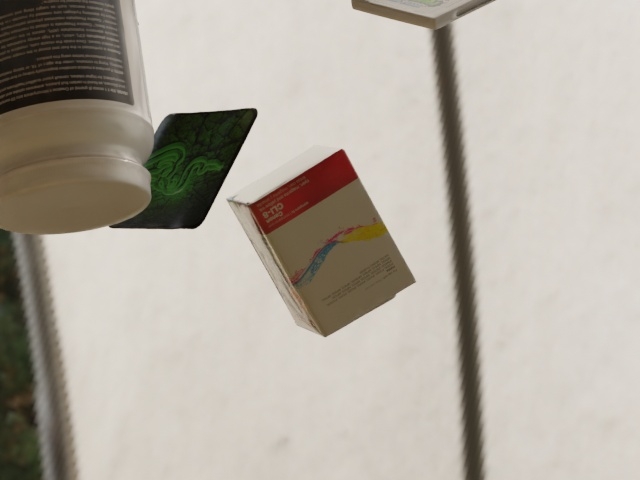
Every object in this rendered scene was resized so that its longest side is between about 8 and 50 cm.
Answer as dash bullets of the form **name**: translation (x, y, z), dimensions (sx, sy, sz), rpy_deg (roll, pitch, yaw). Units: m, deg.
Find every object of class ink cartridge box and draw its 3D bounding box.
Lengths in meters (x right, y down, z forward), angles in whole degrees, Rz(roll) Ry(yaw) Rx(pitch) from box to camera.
- **ink cartridge box**: translation (0.000, 0.000, 1.999), dimensions (0.176, 0.127, 0.128), rpy_deg (60, -11, -11)

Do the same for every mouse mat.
- **mouse mat**: translation (-0.151, -0.077, 1.934), dimensions (0.007, 0.153, 0.189), rpy_deg (37, -21, -31)

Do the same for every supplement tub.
- **supplement tub**: translation (-0.274, -0.160, 1.840), dimensions (0.191, 0.272, 0.191), rpy_deg (-9, -17, -3)

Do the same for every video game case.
- **video game case**: translation (0.141, -0.311, 2.253), dimensions (0.157, 0.143, 0.019), rpy_deg (22, -48, 47)
